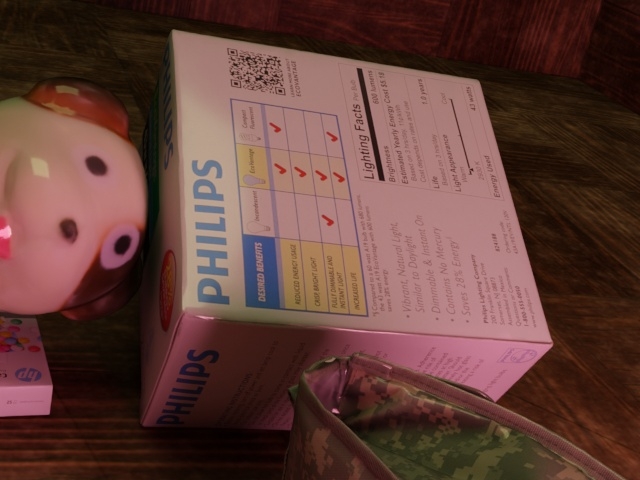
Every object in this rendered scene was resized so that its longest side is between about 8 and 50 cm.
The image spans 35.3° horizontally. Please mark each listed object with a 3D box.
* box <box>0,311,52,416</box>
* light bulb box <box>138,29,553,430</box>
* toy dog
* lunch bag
[{"bbox_3d":[-0.356,0.111,1.010,0.145,0.038,0.186,2,26,-24],"label":"box"},{"bbox_3d":[0.000,0.000,1.063,0.361,0.225,0.357,6,53,-19],"label":"light bulb box"},{"bbox_3d":[-0.363,-0.016,0.937,0.408,0.284,0.395,-2,3,5],"label":"toy dog"},{"bbox_3d":[0.082,0.236,0.712,0.287,0.235,0.169,30,33,33],"label":"lunch bag"}]
